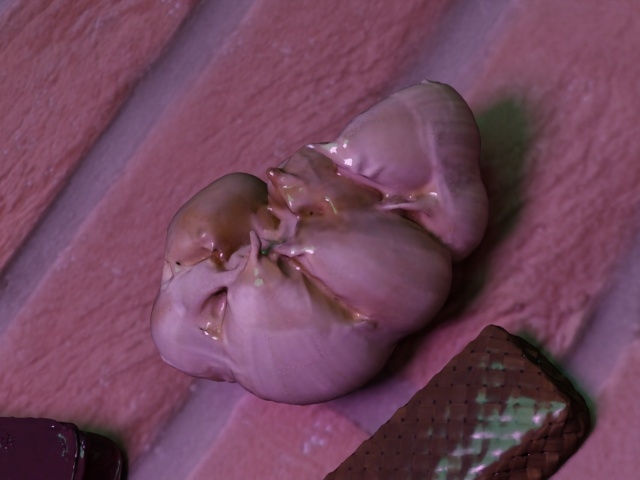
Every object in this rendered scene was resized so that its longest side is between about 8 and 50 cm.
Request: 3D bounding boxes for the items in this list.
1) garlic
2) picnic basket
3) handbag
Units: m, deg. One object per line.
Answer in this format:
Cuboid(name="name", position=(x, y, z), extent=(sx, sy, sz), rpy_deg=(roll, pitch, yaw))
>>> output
Cuboid(name="garlic", position=(0.001, 0.017, 1.094), extent=(0.281, 0.203, 0.184), rpy_deg=(-24, 77, 12))
Cuboid(name="picnic basket", position=(0.090, 0.150, 1.069), extent=(0.193, 0.055, 0.110), rpy_deg=(-44, 55, 5))
Cuboid(name="handbag", position=(-0.271, 0.240, 1.206), extent=(0.216, 0.074, 0.203), rpy_deg=(-2, 67, 29))
